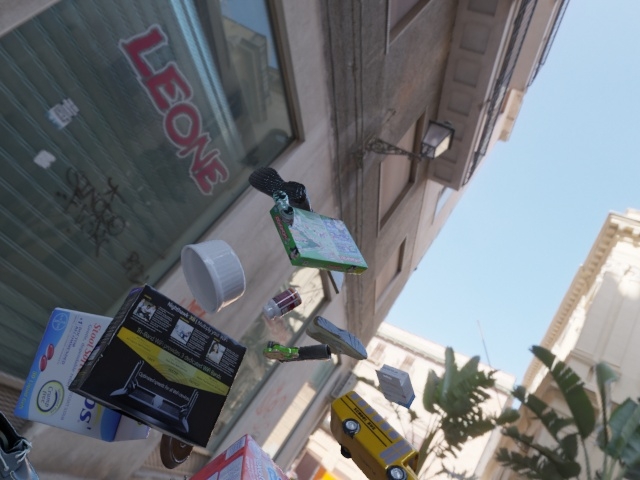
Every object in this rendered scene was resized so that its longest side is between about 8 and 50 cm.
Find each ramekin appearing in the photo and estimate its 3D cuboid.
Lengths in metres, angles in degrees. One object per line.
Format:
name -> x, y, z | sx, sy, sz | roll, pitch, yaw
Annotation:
ramekin -> -0.405, 0.129, 1.620 | 0.277, 0.135, 0.277 | 28, -51, 41

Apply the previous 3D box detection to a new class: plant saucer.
plant saucer -> -0.443, 0.632, 1.347 | 0.029, 0.168, 0.168 | -3, -39, 16

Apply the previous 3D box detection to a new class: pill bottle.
pill bottle -> -0.159, 0.263, 1.753 | 0.086, 0.152, 0.086 | 46, -27, 32

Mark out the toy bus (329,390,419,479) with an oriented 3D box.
toy bus -> 0.152, 0.571, 1.168 | 0.332, 0.130, 0.108 | 31, -53, 47

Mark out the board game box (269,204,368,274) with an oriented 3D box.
board game box -> 0.000, 0.000, 1.366 | 0.317, 0.046, 0.214 | 12, 43, -46

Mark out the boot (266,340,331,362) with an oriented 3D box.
boot -> -0.076, 0.415, 1.581 | 0.208, 0.076, 0.190 | -3, -23, 18

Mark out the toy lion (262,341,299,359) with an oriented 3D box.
toy lion -> -0.126, 0.351, 1.324 | 0.100, 0.034, 0.096 | 15, -37, -17

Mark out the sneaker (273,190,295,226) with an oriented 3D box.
sneaker -> -0.094, -0.075, 1.083 | 0.069, 0.038, 0.098 | 92, -23, -51

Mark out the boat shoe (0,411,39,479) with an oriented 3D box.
boat shoe -> -0.923, 0.633, 1.261 | 0.319, 0.099, 0.116 | 68, -10, -21

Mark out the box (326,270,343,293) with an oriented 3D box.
box -> 0.051, 0.112, 1.879 | 0.021, 0.164, 0.201 | -16, -70, 16

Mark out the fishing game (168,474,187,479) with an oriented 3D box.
fishing game -> -0.470, 0.843, 1.311 | 0.041, 0.189, 0.264 | -2, -7, 10

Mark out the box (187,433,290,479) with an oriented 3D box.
box -> -0.202, 0.513, 0.736 | 0.142, 0.300, 0.154 | 51, -1, -9

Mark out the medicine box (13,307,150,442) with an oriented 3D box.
medicine box -> -0.548, 0.329, 1.062 | 0.289, 0.264, 0.149 | 6, -19, 15

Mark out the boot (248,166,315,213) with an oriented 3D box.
boot -> -0.153, -0.166, 1.780 | 0.338, 0.118, 0.223 | 34, -18, 38

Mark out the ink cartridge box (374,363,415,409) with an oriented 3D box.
ink cartridge box -> 0.268, 0.510, 1.519 | 0.104, 0.061, 0.181 | 11, -45, 39

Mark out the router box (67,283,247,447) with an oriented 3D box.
router box -> -0.342, 0.283, 0.954 | 0.081, 0.243, 0.309 | -19, -52, 43

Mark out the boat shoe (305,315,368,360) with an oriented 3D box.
boat shoe -> 0.074, 0.455, 1.899 | 0.302, 0.098, 0.109 | 34, 19, -10
